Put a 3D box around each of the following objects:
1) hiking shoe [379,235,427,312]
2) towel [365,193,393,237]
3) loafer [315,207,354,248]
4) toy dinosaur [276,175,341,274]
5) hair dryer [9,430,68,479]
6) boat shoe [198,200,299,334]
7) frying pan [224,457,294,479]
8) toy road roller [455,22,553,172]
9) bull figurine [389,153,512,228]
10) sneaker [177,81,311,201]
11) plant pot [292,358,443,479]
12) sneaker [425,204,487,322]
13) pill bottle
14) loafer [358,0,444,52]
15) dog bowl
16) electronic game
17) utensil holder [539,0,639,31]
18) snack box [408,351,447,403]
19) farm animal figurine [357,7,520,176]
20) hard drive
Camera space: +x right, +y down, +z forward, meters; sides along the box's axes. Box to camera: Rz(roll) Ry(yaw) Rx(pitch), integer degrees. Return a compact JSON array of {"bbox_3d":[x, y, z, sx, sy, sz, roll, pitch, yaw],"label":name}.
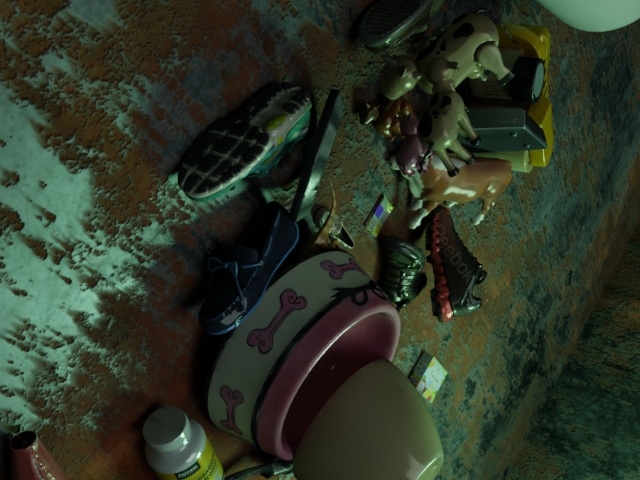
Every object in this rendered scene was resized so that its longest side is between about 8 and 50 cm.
[{"bbox_3d":[0.180,0.082,1.671,0.114,0.086,0.227,-56,145,-22],"label":"hiking shoe"},{"bbox_3d":[0.126,-0.051,1.589,0.083,0.009,0.060,-58,144,-13],"label":"towel"},{"bbox_3d":[0.032,-0.022,1.449,0.045,0.039,0.125,-57,145,-12],"label":"loafer"},{"bbox_3d":[0.000,0.000,1.379,0.211,0.064,0.112,-58,152,-1],"label":"toy dinosaur"},{"bbox_3d":[-0.435,0.400,1.019,0.223,0.080,0.294,22,90,-55],"label":"hair dryer"},{"bbox_3d":[-0.132,0.037,1.228,0.258,0.109,0.089,-62,140,-38],"label":"boat shoe"},{"bbox_3d":[-0.055,0.433,1.498,0.197,0.053,0.326,-40,161,27],"label":"frying pan"},{"bbox_3d":[0.427,-0.338,1.678,0.241,0.202,0.330,-59,146,-31],"label":"toy road roller"},{"bbox_3d":[0.276,-0.120,1.619,0.310,0.101,0.188,0,139,-26],"label":"bull figurine"},{"bbox_3d":[-0.103,-0.136,1.153,0.275,0.107,0.110,-42,147,-32],"label":"sneaker"},{"bbox_3d":[0.115,0.391,1.383,0.284,0.191,0.284,-39,149,-29],"label":"plant pot"},{"bbox_3d":[0.311,0.047,1.713,0.097,0.135,0.276,56,28,-73],"label":"sneaker"},{"bbox_3d":[-0.233,0.362,1.252,0.103,0.103,0.184,-45,140,-29],"label":"pill bottle"},{"bbox_3d":[0.161,-0.405,1.358,0.251,0.094,0.087,-45,143,-30],"label":"loafer"},{"bbox_3d":[-0.013,0.224,1.369,0.408,0.150,0.408,-38,147,-30],"label":"dog bowl"},{"bbox_3d":[-0.010,-0.140,1.233,0.229,0.048,0.229,-161,-90,-88],"label":"electronic game"},{"bbox_3d":[0.563,-0.637,1.579,0.385,0.327,0.328,3,106,-57],"label":"utensil holder"},{"bbox_3d":[0.293,0.376,2.035,0.100,0.037,0.141,-60,145,-13],"label":"snack box"},{"bbox_3d":[0.200,-0.283,1.319,0.327,0.330,0.172,-45,118,-3],"label":"farm animal figurine"},{"bbox_3d":[0.330,-0.228,1.562,0.172,0.254,0.054,17,78,-55],"label":"hard drive"}]
